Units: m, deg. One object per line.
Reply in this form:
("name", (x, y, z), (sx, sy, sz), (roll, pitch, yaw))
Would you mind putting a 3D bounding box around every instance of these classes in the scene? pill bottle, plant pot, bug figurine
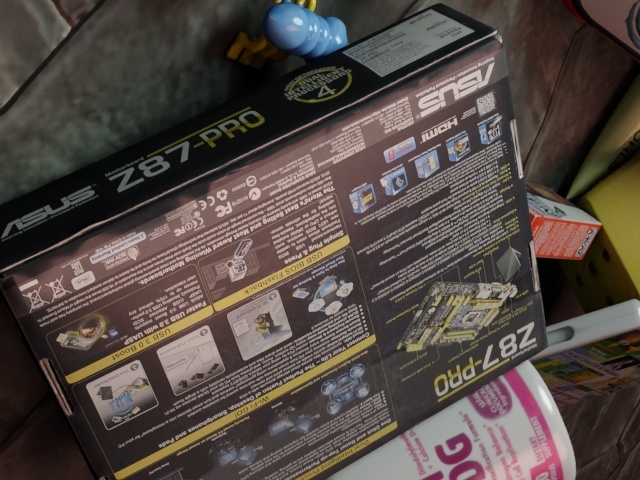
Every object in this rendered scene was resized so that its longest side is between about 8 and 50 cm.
("pill bottle", (0.069, 0.212, 1.039), (0.283, 0.160, 0.160), (-24, 141, -11))
("plant pot", (0.403, 0.004, 1.389), (0.187, 0.212, 0.212), (-19, 163, -16))
("bug figurine", (0.003, -0.238, 0.800), (0.216, 0.072, 0.279), (6, 117, -53))

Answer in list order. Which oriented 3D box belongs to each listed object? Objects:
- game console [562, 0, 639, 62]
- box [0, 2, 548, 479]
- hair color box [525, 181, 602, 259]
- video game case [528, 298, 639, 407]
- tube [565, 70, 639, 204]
("game console", (0.437, -0.320, 1.114), (0.342, 0.060, 0.387), (30, 99, -20))
("box", (-0.019, 0.041, 0.890), (0.395, 0.097, 0.318), (-28, 125, -15))
("hair color box", (0.229, -0.025, 1.272), (0.167, 0.093, 0.053), (5, 117, -54))
("video game case", (0.294, 0.158, 1.427), (0.300, 0.036, 0.329), (-21, 157, 25))
("tube", (0.372, -0.138, 1.377), (0.070, 0.062, 0.240), (26, 108, -25))
